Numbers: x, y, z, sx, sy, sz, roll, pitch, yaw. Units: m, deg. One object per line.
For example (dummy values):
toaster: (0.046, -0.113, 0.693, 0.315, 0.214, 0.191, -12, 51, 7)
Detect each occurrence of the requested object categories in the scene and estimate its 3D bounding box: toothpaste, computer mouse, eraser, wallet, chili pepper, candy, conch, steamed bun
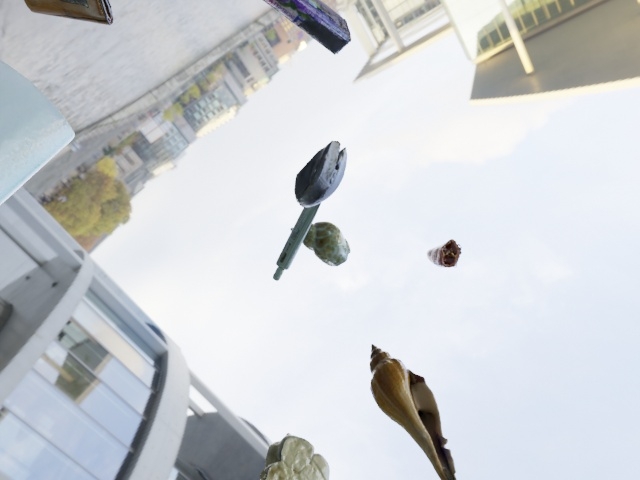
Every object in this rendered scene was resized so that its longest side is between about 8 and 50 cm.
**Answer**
toothpaste: (-0.062, -0.009, 1.278, 0.067, 0.037, 0.256, 32, -82, 59)
computer mouse: (0.007, -0.114, 0.866, 0.047, 0.079, 0.135, 35, -89, 38)
eraser: (-0.572, -0.162, 0.808, 0.104, 0.189, 0.290, -27, -150, 34)
wallet: (-0.450, -0.466, 0.813, 0.160, 0.196, 0.042, 13, -131, 9)
chili pepper: (0.370, 0.042, 1.520, 0.088, 0.064, 0.169, -66, -171, -6)
candy: (-0.061, -0.526, 1.070, 0.061, 0.312, 0.088, -37, -132, 34)
conch: (0.013, 0.001, 1.480, 0.116, 0.173, 0.106, -39, 167, 22)
steamed bun: (-0.070, 0.611, 1.248, 0.106, 0.192, 0.178, -46, -164, 51)
conch: (0.175, 0.345, 0.980, 0.093, 0.109, 0.331, -57, -136, 35)
